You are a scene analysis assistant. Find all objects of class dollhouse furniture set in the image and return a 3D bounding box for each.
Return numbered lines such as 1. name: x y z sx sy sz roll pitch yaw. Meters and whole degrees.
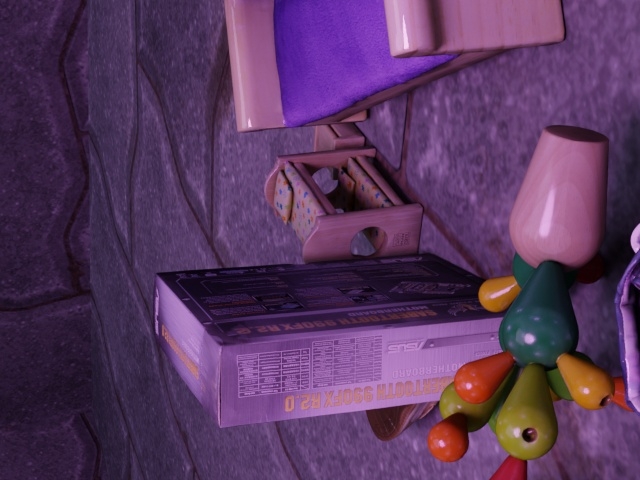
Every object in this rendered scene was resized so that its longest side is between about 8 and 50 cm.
1. dollhouse furniture set: 0.000 0.000 1.016 0.182 0.101 0.161 -123 32 -52

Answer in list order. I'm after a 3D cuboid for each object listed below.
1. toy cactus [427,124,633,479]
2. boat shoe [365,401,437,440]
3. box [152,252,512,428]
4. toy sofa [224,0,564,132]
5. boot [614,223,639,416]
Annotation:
1. toy cactus: 0.126 0.033 0.603 0.219 0.112 0.181 -36 -43 -61
2. boat shoe: 0.076 0.125 0.933 0.050 0.045 0.135 66 153 20
3. box: 0.014 0.062 0.804 0.183 0.231 0.056 -148 56 -65
4. toy sofa: 0.005 -0.173 0.824 0.362 0.177 0.150 173 90 -70
5. boot: 0.181 -0.010 0.511 0.069 0.086 0.190 -152 56 -67
